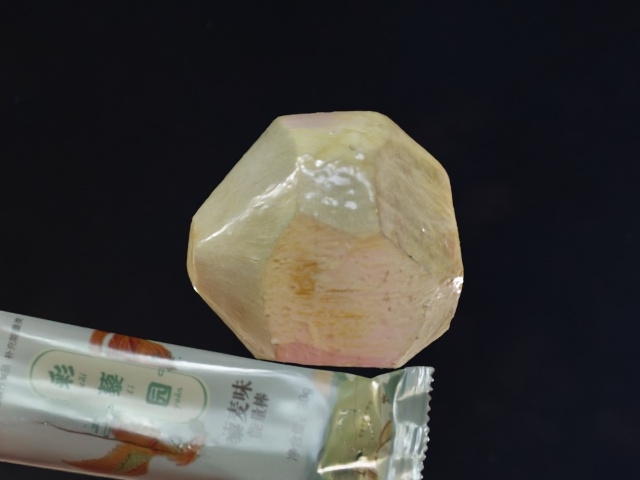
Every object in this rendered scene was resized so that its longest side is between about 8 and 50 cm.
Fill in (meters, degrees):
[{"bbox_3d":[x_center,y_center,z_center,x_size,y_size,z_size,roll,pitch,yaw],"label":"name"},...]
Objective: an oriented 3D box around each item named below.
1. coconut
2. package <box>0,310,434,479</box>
[{"bbox_3d":[0.000,0.000,1.540,0.237,0.197,0.237,-7,-55,-10],"label":"coconut"},{"bbox_3d":[-0.033,0.031,0.349,0.110,0.037,0.015,11,-22,0],"label":"package"}]
